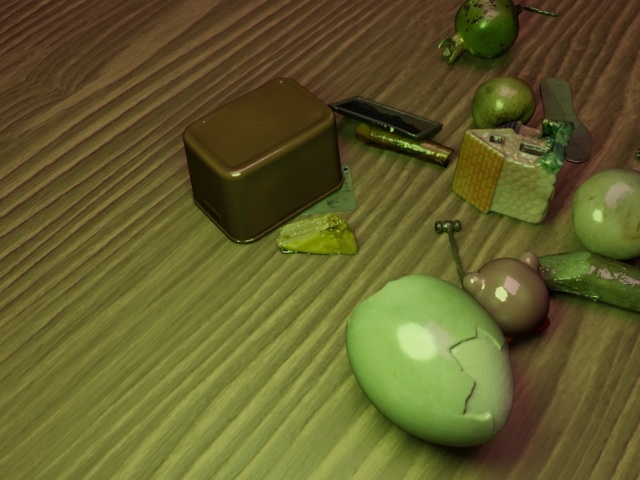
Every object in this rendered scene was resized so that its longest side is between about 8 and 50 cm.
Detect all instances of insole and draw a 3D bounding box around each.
[{"bbox_3d":[0.662,-0.335,1.939,0.119,0.009,0.348,1,51,3],"label":"insole"}]

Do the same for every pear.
[{"bbox_3d":[0.483,-0.354,1.869,0.167,0.167,0.136,-7,67,-4],"label":"pear"}]

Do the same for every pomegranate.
[{"bbox_3d":[0.470,-0.600,2.068,0.198,0.198,0.246,32,93,25],"label":"pomegranate"}]

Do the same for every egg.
[{"bbox_3d":[0.213,0.226,1.315,0.278,0.278,0.336,-31,61,-22],"label":"egg"}]

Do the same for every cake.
[{"bbox_3d":[0.000,-0.003,1.667,0.185,0.116,0.079,-25,42,22],"label":"cake"}]

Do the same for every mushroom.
[{"bbox_3d":[0.654,-0.056,1.596,0.207,0.215,0.207,0,87,-5],"label":"mushroom"}]

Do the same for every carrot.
[{"bbox_3d":[0.217,-0.251,1.849,0.260,0.070,0.070,20,54,14],"label":"carrot"}]

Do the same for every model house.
[{"bbox_3d":[0.457,-0.202,1.710,0.238,0.202,0.237,17,53,14],"label":"model house"}]

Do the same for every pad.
[{"bbox_3d":[-0.048,-0.125,1.786,0.265,0.009,0.159,-5,51,-2],"label":"pad"}]

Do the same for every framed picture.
[{"bbox_3d":[0.172,-0.326,1.885,0.265,0.018,0.192,23,27,19],"label":"framed picture"}]

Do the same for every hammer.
[{"bbox_3d":[0.313,0.070,1.606,0.058,0.029,0.292,-6,52,-1],"label":"hammer"}]

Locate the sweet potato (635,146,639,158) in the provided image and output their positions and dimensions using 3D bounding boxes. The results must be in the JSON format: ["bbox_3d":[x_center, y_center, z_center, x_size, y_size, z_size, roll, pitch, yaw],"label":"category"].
[{"bbox_3d":[1.003,-0.186,1.740,0.423,0.130,0.130,26,55,30],"label":"sweet potato"}]

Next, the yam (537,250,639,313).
[{"bbox_3d":[0.580,0.079,1.544,0.259,0.106,0.106,16,53,12],"label":"yam"}]

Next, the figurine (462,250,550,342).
[{"bbox_3d":[0.385,0.118,1.470,0.173,0.173,0.173,-1,50,1],"label":"figurine"}]

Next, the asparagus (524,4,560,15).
[{"bbox_3d":[0.704,-0.729,2.260,0.114,0.015,0.014,21,20,15],"label":"asparagus"}]

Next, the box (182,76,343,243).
[{"bbox_3d":[-0.134,-0.198,1.699,0.339,0.229,0.239,-34,58,-21],"label":"box"}]
